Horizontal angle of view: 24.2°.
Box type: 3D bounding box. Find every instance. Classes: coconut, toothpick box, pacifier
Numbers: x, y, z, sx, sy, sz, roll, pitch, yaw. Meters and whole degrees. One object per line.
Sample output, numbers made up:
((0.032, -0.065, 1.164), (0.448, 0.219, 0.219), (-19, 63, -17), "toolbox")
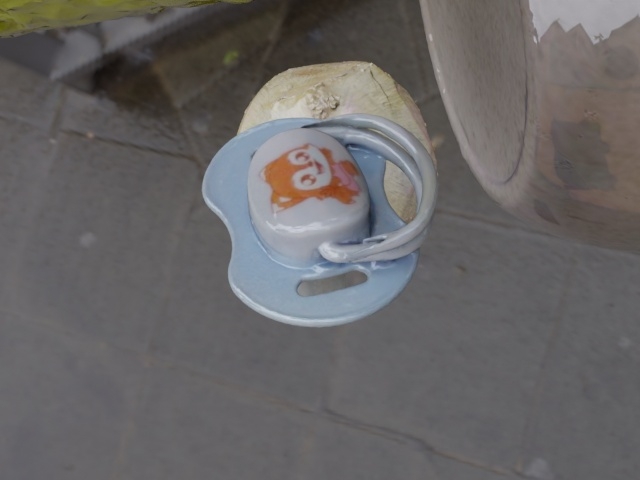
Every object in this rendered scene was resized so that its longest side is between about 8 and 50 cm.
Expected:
((0.019, -0.113, 2.125), (0.297, 0.254, 0.297), (0, 87, -1), "coconut")
((0.300, -0.203, 1.029), (0.425, 0.409, 0.409), (-11, 70, -7), "toothpick box")
((0.000, 0.000, 1.680), (0.244, 0.233, 0.299), (-9, 52, -12), "pacifier")

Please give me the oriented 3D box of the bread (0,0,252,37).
((-0.164, -0.262, 0.731), (0.308, 0.348, 0.348), (-10, 73, 22), "bread")
